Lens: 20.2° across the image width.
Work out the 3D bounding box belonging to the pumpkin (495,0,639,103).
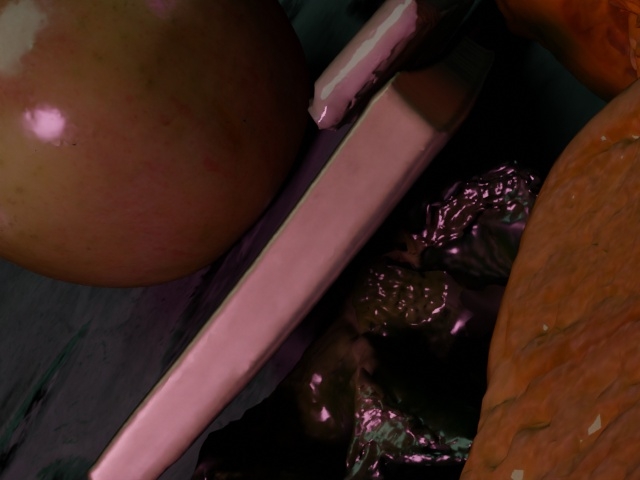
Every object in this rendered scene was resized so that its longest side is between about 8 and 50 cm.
[{"bbox_3d":[0.180,-0.138,0.826,0.111,0.163,0.278,-55,18,-8],"label":"pumpkin"}]

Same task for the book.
[{"bbox_3d":[0.000,0.000,1.037,0.260,0.043,0.371,-51,-1,15],"label":"book"}]

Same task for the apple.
[{"bbox_3d":[-0.163,-0.111,1.414,0.319,0.277,0.319,-40,20,17],"label":"apple"}]

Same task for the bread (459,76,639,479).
[{"bbox_3d":[0.187,0.036,0.588,0.337,0.148,0.328,-41,22,41],"label":"bread"}]

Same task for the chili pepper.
[{"bbox_3d":[0.046,0.069,0.924,0.264,0.116,0.148,-49,10,18],"label":"chili pepper"}]

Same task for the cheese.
[{"bbox_3d":[0.054,-0.120,1.065,0.085,0.034,0.400,-55,-3,13],"label":"cheese"}]
